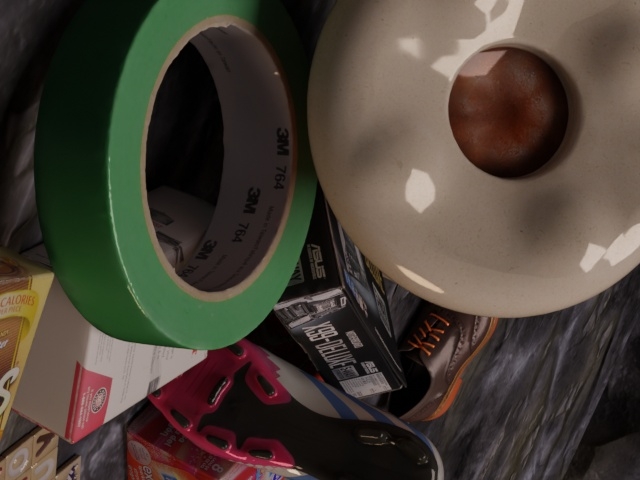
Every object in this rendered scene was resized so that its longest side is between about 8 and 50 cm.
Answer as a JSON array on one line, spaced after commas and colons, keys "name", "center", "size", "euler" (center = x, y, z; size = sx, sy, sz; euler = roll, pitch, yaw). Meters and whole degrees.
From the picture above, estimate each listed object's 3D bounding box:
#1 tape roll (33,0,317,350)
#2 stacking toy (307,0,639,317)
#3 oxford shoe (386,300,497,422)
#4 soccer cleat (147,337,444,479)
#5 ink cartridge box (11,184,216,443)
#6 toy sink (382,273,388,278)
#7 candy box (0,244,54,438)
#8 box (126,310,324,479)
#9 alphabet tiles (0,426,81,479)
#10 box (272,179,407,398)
[{"name": "tape roll", "center": [-0.112, -0.071, 1.582], "size": [0.321, 0.077, 0.321], "euler": [-16, 108, -58]}, {"name": "stacking toy", "center": [0.113, -0.111, 1.788], "size": [0.351, 0.350, 0.480], "euler": [-62, -167, -6]}, {"name": "oxford shoe", "center": [0.165, 0.130, 2.548], "size": [0.098, 0.097, 0.271], "euler": [-9, 122, -57]}, {"name": "soccer cleat", "center": [-0.033, 0.183, 1.873], "size": [0.116, 0.331, 0.143], "euler": [-63, 175, -3]}, {"name": "ink cartridge box", "center": [-0.179, 0.061, 1.689], "size": [0.218, 0.092, 0.159], "euler": [-29, 138, -54]}, {"name": "toy sink", "center": [0.112, -0.075, 2.151], "size": [0.234, 0.131, 0.153], "euler": [-67, 159, 4]}, {"name": "candy box", "center": [-0.331, 0.159, 1.455], "size": [0.183, 0.087, 0.316], "euler": [-9, 122, -64]}, {"name": "box", "center": [-0.083, 0.188, 2.001], "size": [0.257, 0.122, 0.128], "euler": [-46, 152, -39]}, {"name": "alphabet tiles", "center": [-0.292, 0.282, 1.786], "size": [0.198, 0.009, 0.237], "euler": [-39, 147, -47]}, {"name": "box", "center": [0.000, 0.000, 1.874], "size": [0.307, 0.076, 0.242], "euler": [59, 18, -64]}]
